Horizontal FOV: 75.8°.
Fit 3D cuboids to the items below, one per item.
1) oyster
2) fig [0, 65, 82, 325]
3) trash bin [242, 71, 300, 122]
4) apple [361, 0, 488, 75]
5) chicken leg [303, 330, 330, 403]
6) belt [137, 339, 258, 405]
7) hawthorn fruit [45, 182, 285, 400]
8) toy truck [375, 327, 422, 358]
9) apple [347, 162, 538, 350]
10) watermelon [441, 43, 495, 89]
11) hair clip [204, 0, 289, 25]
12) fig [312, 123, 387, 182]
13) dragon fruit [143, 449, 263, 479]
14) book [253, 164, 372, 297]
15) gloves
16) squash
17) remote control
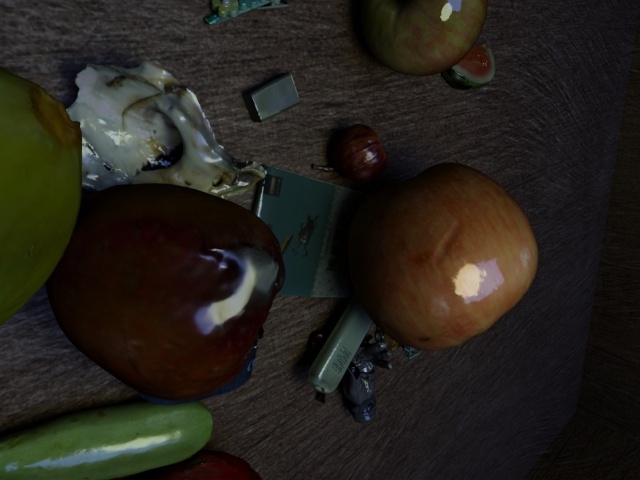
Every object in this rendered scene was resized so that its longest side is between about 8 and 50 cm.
[{"bbox_3d":[-0.246,-0.145,0.626,0.275,0.100,0.271,-20,136,-3],"label":"oyster"},{"bbox_3d":[-0.401,-0.041,0.369,0.343,0.343,0.343,-13,111,-37],"label":"fig"},{"bbox_3d":[-0.092,-0.265,0.764,0.092,0.043,0.061,-35,123,-23],"label":"trash bin"},{"bbox_3d":[0.213,-0.460,0.819,0.233,0.256,0.257,1,103,-42],"label":"apple"},{"bbox_3d":[0.011,0.313,1.021,0.093,0.053,0.205,-20,109,-11],"label":"chicken leg"},{"bbox_3d":[-0.222,0.232,0.753,0.218,0.122,0.129,-1,114,-38],"label":"belt"},{"bbox_3d":[-0.211,0.058,0.592,0.308,0.308,0.325,-42,88,-22],"label":"hawthorn fruit"},{"bbox_3d":[0.218,0.216,1.119,0.080,0.115,0.178,-13,110,-36],"label":"toy truck"},{"bbox_3d":[0.248,0.022,0.880,0.391,0.391,0.347,-25,81,-32],"label":"apple"},{"bbox_3d":[0.409,-0.472,1.114,0.245,0.063,0.119,-24,104,-32],"label":"watermelon"},{"bbox_3d":[-0.121,-0.408,0.699,0.173,0.049,0.049,-33,122,-27],"label":"hair clip"},{"bbox_3d":[0.076,-0.176,0.875,0.150,0.128,0.128,-44,127,-22],"label":"fig"},{"bbox_3d":[-0.232,0.544,0.736,0.301,0.295,0.296,-19,116,-48],"label":"dragon fruit"},{"bbox_3d":[0.000,0.000,0.926,0.379,0.031,0.264,8,97,-41],"label":"book"},{"bbox_3d":[0.108,0.361,1.073,0.142,0.119,0.286,-26,134,-49],"label":"gloves"},{"bbox_3d":[-0.357,0.335,0.678,0.370,0.118,0.118,6,99,-39],"label":"squash"},{"bbox_3d":[0.072,0.219,0.984,0.090,0.038,0.310,48,65,-32],"label":"remote control"}]
